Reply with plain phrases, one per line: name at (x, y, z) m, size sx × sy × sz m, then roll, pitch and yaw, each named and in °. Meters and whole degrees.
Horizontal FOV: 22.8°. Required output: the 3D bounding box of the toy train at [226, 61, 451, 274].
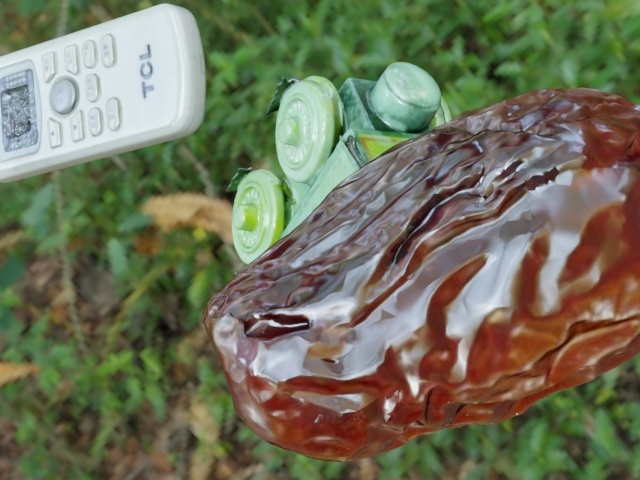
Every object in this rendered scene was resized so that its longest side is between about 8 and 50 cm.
toy train at (0.027, -0.020, 1.355) m, size 0.271 × 0.159 × 0.188 m, roll -57°, pitch 42°, yaw 39°

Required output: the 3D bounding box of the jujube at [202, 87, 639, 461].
jujube at (0.088, 0.031, 1.066) m, size 0.342 × 0.216 × 0.216 m, roll -24°, pitch 16°, yaw -16°

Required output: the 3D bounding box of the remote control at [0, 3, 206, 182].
remote control at (-0.154, -0.096, 1.050) m, size 0.190 × 0.087 × 0.029 m, roll -10°, pitch -8°, yaw 34°
